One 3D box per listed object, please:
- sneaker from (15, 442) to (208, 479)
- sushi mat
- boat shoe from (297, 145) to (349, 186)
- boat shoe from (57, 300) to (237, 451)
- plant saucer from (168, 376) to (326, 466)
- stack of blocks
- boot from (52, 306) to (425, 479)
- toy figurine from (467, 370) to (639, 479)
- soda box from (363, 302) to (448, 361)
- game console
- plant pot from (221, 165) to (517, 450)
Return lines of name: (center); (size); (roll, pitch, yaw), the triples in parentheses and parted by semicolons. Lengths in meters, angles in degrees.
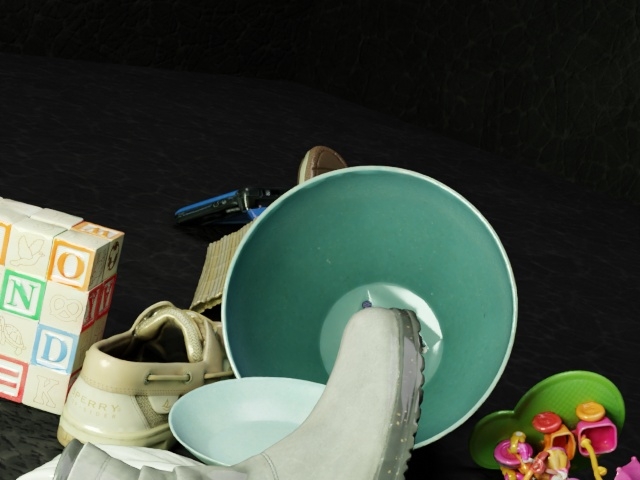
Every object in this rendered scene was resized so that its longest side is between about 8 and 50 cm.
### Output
sneaker: (-0.076, 0.213, 1.009); (0.305, 0.114, 0.152); (16, 15, 9)
sushi mat: (-0.102, 0.017, 1.783); (0.019, 0.151, 0.316); (58, 7, -12)
boat shoe: (-0.006, -0.002, 1.761); (0.095, 0.095, 0.257); (21, 50, -34)
boat shoe: (-0.137, 0.122, 1.328); (0.122, 0.110, 0.341); (17, 14, 14)
plant saucer: (-0.040, 0.179, 1.206); (0.195, 0.037, 0.195); (3, 18, -1)
stack of blocks: (-0.359, 0.040, 1.313); (0.297, 0.171, 0.087); (15, 13, 7)
boot: (-0.065, 0.162, 0.869); (0.223, 0.118, 0.338); (17, 56, 0)
toy figurine: (0.251, 0.229, 1.330); (0.173, 0.130, 0.159); (-11, 27, -8)
soda box: (0.053, 0.120, 1.571); (0.286, 0.091, 0.098); (19, 13, 21)
game console: (-0.037, 0.008, 2.086); (0.250, 0.173, 0.293); (-16, -10, 41)
plant pot: (0.058, 0.091, 1.397); (0.290, 0.290, 0.195); (17, -13, 11)
